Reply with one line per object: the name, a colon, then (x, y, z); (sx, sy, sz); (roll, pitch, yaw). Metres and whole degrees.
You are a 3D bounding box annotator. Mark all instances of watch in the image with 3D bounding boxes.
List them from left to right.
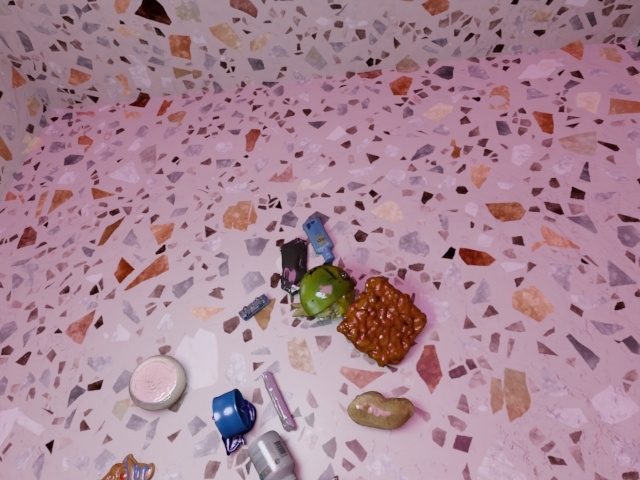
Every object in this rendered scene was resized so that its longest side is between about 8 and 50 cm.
watch: (-0.350, 0.701, 1.593); (0.171, 0.200, 0.196); (-29, 54, -11)

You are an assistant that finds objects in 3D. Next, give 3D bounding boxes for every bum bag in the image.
bum bag: (-0.135, 0.126, 1.978); (0.142, 0.079, 0.326); (-1, 55, 2)

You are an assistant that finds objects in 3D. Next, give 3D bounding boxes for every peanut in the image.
peanut: (0.231, 0.652, 1.549); (0.253, 0.122, 0.137); (7, 52, 13)

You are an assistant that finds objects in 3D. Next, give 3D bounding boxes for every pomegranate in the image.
pomegranate: (0.004, 0.243, 1.784); (0.341, 0.260, 0.260); (-32, 53, 24)

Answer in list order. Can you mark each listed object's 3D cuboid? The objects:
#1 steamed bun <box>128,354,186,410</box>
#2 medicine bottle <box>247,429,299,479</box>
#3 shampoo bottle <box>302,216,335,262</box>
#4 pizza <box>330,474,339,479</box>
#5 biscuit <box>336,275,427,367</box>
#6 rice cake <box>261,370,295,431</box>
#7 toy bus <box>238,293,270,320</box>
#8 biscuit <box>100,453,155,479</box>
steamed bun: (-0.699, 0.619, 1.744); (0.232, 0.145, 0.231); (2, 59, -4)
medicine bottle: (-0.169, 0.841, 1.504); (0.135, 0.135, 0.215); (-35, 58, -10)
shampoo bottle: (0.000, 0.000, 2.033); (0.104, 0.061, 0.258); (-25, 58, -5)
pizza: (-0.018, 1.000, 1.413); (0.251, 0.074, 0.287); (-9, 57, 5)
biscuit: (0.264, 0.343, 1.686); (0.318, 0.110, 0.312); (41, 73, -5)
rice cake: (-0.178, 0.660, 1.666); (0.049, 0.055, 0.270); (-27, 55, -11)
toy bus: (-0.311, 0.317, 1.901); (0.153, 0.061, 0.051); (-38, 57, -14)
biscuit: (-0.800, 0.971, 1.616); (0.280, 0.043, 0.183); (-21, 54, -6)
